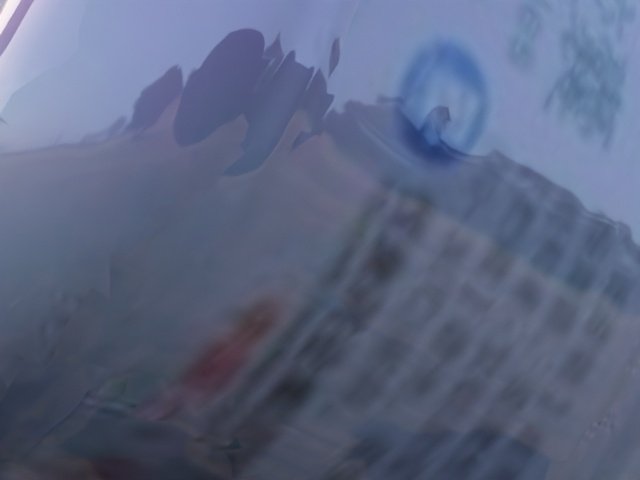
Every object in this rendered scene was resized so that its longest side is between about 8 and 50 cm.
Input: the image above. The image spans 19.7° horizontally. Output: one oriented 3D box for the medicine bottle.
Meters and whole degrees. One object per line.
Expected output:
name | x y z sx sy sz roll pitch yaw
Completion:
medicine bottle | 0.000 0.000 0.487 0.325 0.256 0.256 32 2 -36
